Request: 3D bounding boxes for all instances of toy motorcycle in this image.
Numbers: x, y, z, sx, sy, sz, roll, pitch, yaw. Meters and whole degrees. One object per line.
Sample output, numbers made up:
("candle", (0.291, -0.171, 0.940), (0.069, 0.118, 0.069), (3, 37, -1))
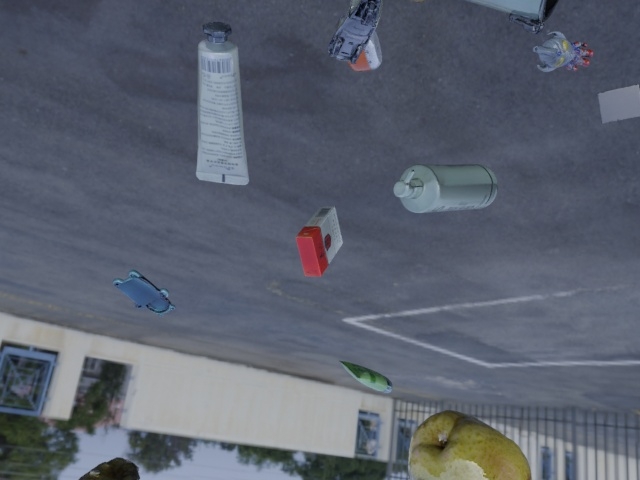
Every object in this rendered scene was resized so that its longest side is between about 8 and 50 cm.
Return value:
("toy motorcycle", (0.092, -0.556, 1.534), (0.091, 0.157, 0.263), (16, 159, -13))

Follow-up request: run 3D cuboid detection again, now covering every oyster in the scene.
("oyster", (-0.328, 0.409, 0.864), (0.094, 0.166, 0.294), (24, 128, -19))

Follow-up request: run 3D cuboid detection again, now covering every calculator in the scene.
("calculator", (-0.373, 0.115, 1.297), (0.094, 0.019, 0.141), (-25, 127, 23))

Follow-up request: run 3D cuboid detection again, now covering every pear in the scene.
("pear", (0.307, 0.489, 1.274), (0.271, 0.271, 0.271), (7, 161, 2))

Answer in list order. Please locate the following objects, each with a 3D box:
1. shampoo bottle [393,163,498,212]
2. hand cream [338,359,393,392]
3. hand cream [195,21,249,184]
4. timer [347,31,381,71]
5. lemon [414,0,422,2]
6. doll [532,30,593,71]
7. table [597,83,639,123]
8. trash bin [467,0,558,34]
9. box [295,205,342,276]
("shampoo bottle", (0.214, -0.092, 1.062), (0.085, 0.085, 0.262), (-11, 177, 43))
("hand cream", (0.133, 0.379, 1.679), (0.175, 0.046, 0.095), (34, -179, -38))
("hand cream", (-0.137, -0.178, 0.830), (0.080, 0.050, 0.234), (7, 129, 2))
("timer", (0.110, -0.550, 1.759), (0.136, 0.099, 0.136), (4, 131, 5))
("lemon", (0.154, -0.544, 0.973), (0.235, 0.236, 0.263), (9, 141, -4))
("doll", (0.666, -0.517, 1.675), (0.194, 0.062, 0.104), (2, 137, -21))
("table", (0.669, -0.304, 1.359), (0.083, 0.070, 0.082), (-10, -175, 23))
("trash bin", (0.456, -0.671, 1.460), (0.262, 0.277, 0.217), (25, -160, 20))
("box", (0.000, 0.000, 1.354), (0.048, 0.152, 0.100), (-4, 117, 23))
